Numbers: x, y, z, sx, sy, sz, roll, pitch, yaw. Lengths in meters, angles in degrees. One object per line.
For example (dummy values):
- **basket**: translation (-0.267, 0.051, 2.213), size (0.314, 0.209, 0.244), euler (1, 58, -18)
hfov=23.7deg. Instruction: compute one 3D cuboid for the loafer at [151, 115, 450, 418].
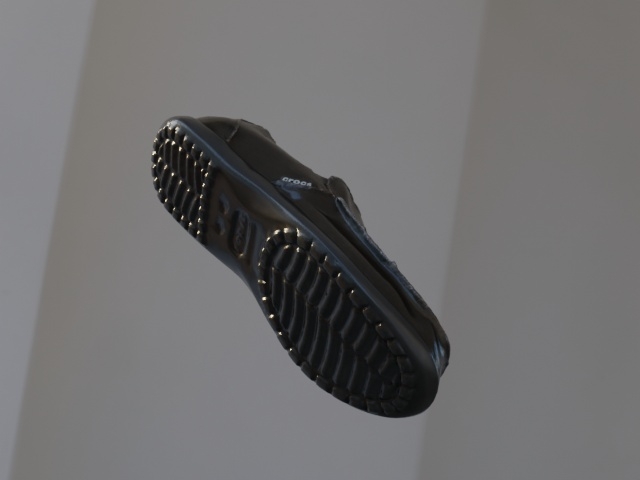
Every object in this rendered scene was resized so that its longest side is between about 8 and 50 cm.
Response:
- **loafer**: translation (0.000, 0.000, 0.809), size (0.078, 0.080, 0.220), euler (-22, 57, -37)
